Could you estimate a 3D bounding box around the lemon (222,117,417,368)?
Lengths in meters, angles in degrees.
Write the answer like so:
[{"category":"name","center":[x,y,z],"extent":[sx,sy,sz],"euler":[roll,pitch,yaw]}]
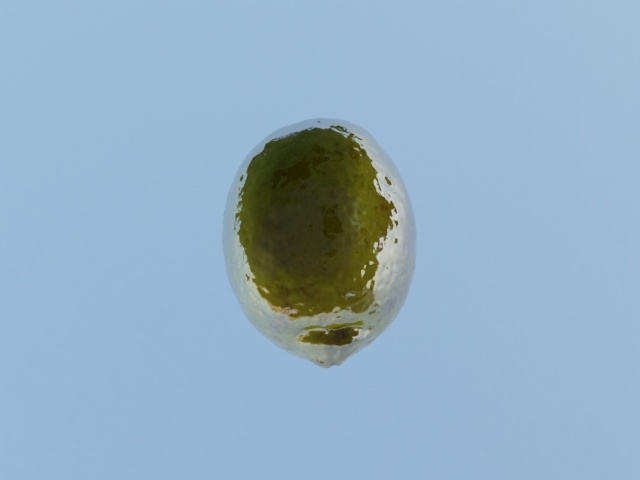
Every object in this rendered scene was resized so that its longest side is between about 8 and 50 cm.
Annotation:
[{"category":"lemon","center":[0.000,0.000,1.285],"extent":[0.170,0.170,0.207],"euler":[-9,-123,11]}]
